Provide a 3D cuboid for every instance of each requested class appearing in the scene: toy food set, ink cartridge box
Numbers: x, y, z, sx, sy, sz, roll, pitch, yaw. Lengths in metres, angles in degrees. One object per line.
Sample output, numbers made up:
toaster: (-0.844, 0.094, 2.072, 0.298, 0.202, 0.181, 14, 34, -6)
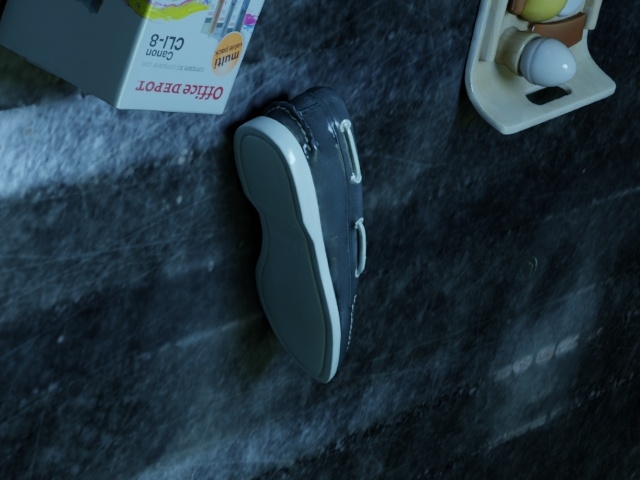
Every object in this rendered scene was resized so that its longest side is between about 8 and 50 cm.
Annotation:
toy food set: (0.262, -0.268, 1.859, 0.220, 0.092, 0.306, -22, 133, -47)
ink cartridge box: (-0.120, -0.190, 1.315, 0.128, 0.127, 0.176, -3, 118, -56)

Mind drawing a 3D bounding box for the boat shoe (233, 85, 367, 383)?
boat shoe: (0.000, 0.000, 1.672, 0.091, 0.114, 0.302, -35, 142, -27)
